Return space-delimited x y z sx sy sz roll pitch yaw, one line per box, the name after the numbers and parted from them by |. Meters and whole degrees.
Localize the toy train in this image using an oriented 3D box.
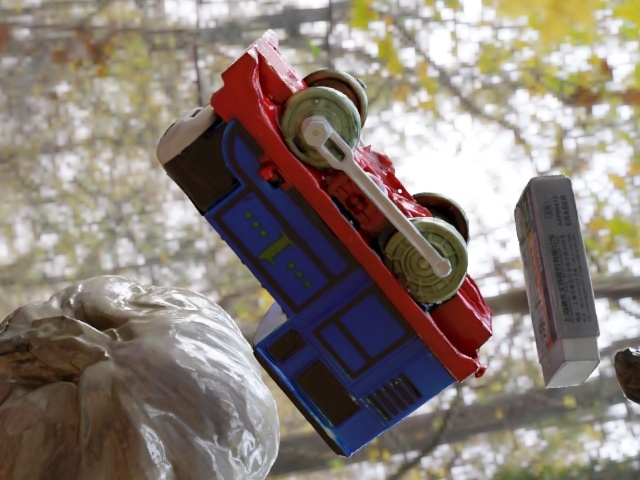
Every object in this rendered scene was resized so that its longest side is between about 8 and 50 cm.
0.000 0.000 0.773 0.204 0.131 0.083 51 16 -9 | toy train

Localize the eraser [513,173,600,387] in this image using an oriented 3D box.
0.143 0.024 0.896 0.052 0.029 0.122 102 -18 -66 | eraser

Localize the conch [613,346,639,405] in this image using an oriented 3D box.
0.245 0.090 0.645 0.186 0.241 0.313 43 -80 27 | conch

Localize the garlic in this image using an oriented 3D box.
-0.139 0.116 0.968 0.152 0.228 0.228 89 -22 -47 | garlic
